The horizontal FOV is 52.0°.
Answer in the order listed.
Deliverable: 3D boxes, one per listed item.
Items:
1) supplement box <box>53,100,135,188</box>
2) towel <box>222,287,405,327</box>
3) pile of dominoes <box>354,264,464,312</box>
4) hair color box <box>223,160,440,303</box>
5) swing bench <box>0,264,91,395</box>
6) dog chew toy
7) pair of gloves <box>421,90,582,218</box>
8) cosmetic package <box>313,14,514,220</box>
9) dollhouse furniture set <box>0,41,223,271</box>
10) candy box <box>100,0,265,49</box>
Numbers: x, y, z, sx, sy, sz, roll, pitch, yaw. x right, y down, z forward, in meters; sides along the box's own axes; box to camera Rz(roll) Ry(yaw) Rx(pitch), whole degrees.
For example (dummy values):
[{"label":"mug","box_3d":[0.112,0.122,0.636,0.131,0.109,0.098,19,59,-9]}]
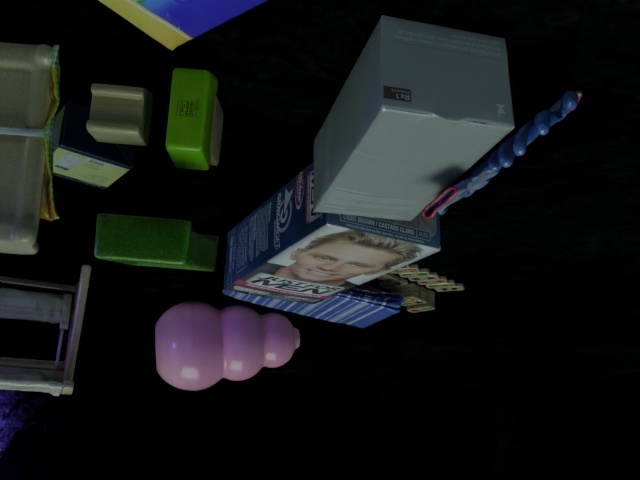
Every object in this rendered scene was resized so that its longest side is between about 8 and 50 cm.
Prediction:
[{"label":"supplement box","box_3d":[-0.268,-0.107,0.756,0.083,0.056,0.083,17,155,-36]},{"label":"towel","box_3d":[-0.021,0.115,1.355,0.336,0.040,0.243,15,160,-12]},{"label":"pile of dominoes","box_3d":[0.148,0.098,1.315,0.196,0.040,0.251,-15,155,39]},{"label":"hair color box","box_3d":[0.000,0.000,0.961,0.174,0.105,0.347,11,158,-26]},{"label":"swing bench","box_3d":[-0.598,0.170,1.271,0.254,0.254,0.165,10,159,-21]},{"label":"dog chew toy","box_3d":[-0.214,0.239,1.535,0.332,0.206,0.206,-3,162,-12]},{"label":"pair of gloves","box_3d":[0.180,-0.080,0.654,0.198,0.023,0.159,-44,172,37]},{"label":"cosmetic package","box_3d":[0.079,-0.107,0.662,0.127,0.107,0.238,7,157,-15]},{"label":"dollhouse furniture set","box_3d":[-0.259,-0.080,0.671,0.302,0.197,0.151,5,176,-1]},{"label":"candy box","box_3d":[-0.050,-0.241,0.264,0.317,0.122,0.268,-11,157,35]}]
